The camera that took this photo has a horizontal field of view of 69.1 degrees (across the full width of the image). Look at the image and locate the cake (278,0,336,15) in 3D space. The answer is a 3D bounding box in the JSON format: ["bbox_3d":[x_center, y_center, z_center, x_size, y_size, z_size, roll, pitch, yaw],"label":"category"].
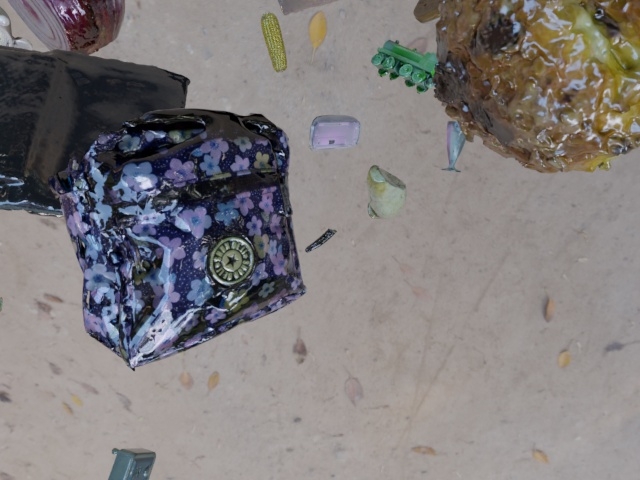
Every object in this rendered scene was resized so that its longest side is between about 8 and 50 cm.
[{"bbox_3d":[-0.056,-0.835,1.314,0.230,0.236,0.309,-16,150,7],"label":"cake"}]

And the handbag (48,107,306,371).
[{"bbox_3d":[-0.111,-0.015,0.434,0.229,0.127,0.207,-16,105,-35],"label":"handbag"}]

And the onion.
[{"bbox_3d":[-0.655,-0.649,1.239,0.260,0.337,0.281,-43,119,-25],"label":"onion"}]

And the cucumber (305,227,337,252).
[{"bbox_3d":[0.001,0.002,1.673,0.135,0.033,0.034,-41,104,-2],"label":"cucumber"}]

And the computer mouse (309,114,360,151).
[{"bbox_3d":[0.046,-0.383,1.661,0.056,0.245,0.125,26,121,40],"label":"computer mouse"}]

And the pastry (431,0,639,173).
[{"bbox_3d":[0.326,-0.290,0.719,0.293,0.405,0.337,-30,122,10],"label":"pastry"}]

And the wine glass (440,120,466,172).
[{"bbox_3d":[0.423,-0.295,1.464,0.074,0.073,0.154,8,99,-1],"label":"wine glass"}]

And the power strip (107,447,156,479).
[{"bbox_3d":[-0.381,0.521,0.905,0.061,0.215,0.145,9,159,18],"label":"power strip"}]

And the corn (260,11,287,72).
[{"bbox_3d":[-0.164,-0.705,1.650,0.068,0.067,0.206,-12,100,9],"label":"corn"}]

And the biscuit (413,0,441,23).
[{"bbox_3d":[0.341,-0.635,1.211,0.049,0.208,0.181,43,70,-30],"label":"biscuit"}]

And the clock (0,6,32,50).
[{"bbox_3d":[-0.705,-0.430,0.926,0.156,0.229,0.063,-26,73,39],"label":"clock"}]

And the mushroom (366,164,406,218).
[{"bbox_3d":[0.176,-0.125,1.231,0.107,0.333,0.087,-29,75,0],"label":"mushroom"}]

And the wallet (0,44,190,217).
[{"bbox_3d":[-0.331,-0.140,0.542,0.323,0.247,0.041,7,150,-16],"label":"wallet"}]

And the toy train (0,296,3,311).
[{"bbox_3d":[-0.453,0.094,0.499,0.074,0.176,0.118,44,119,29],"label":"toy train"}]

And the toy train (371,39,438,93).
[{"bbox_3d":[0.271,-0.553,1.456,0.119,0.251,0.085,-52,147,3],"label":"toy train"}]
